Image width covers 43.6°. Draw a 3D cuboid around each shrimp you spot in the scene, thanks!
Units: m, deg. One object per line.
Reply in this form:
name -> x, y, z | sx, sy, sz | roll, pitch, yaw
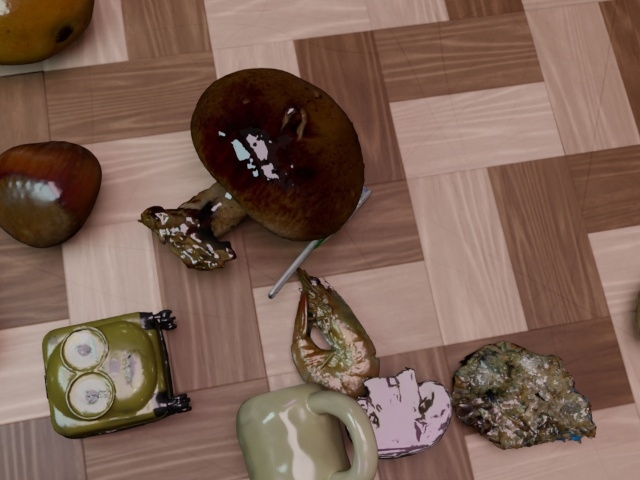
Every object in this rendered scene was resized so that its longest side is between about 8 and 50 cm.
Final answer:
shrimp -> 0.008, 0.168, 1.453 | 0.145, 0.061, 0.267 | -23, 79, -3

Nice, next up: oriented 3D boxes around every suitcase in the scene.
suitcase -> -0.353, 0.226, 1.359 | 0.235, 0.143, 0.193 | -11, 76, -7

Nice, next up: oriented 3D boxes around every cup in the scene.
cup -> -0.030, 0.339, 1.297 | 0.173, 0.255, 0.202 | -10, 76, -21

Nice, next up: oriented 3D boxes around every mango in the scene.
mango -> -0.643, -0.481, 1.495 | 0.446, 0.232, 0.300 | 13, 78, 5

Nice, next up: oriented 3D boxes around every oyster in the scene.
oyster -> 0.364, 0.288, 1.434 | 0.260, 0.092, 0.198 | 33, 70, 8

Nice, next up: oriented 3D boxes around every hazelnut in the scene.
hazelnut -> -0.489, -0.082, 1.427 | 0.210, 0.210, 0.186 | -7, 99, -7

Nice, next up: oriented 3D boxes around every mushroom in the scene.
mushroom -> 0.131, 0.310, 1.391 | 0.188, 0.117, 0.141 | -12, 64, -10
mushroom -> -0.092, -0.114, 1.456 | 0.331, 0.356, 0.334 | 29, 33, 12

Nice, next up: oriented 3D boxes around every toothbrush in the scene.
toothbrush -> 0.002, 0.001, 1.489 | 0.030, 0.030, 0.304 | 38, 63, 6

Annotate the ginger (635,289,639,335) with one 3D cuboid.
ginger -> 0.700, 0.104, 1.491 | 0.267, 0.138, 0.152 | -31, 93, 0
